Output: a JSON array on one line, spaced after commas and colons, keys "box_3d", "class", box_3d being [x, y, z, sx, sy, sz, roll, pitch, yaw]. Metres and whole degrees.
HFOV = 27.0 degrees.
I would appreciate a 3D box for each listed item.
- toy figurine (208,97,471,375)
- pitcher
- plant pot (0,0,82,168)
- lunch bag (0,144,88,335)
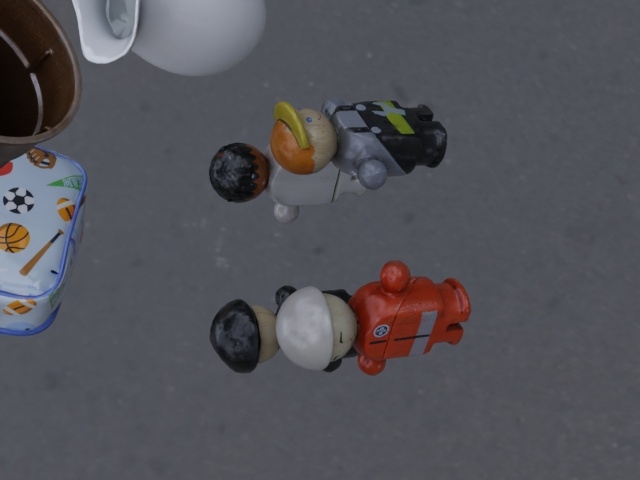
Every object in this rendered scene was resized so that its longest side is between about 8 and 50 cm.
[{"box_3d": [0.000, 0.000, 1.020, 0.213, 0.148, 0.210, 170, 94, -67], "class": "toy figurine"}, {"box_3d": [-0.155, -0.246, 1.284, 0.125, 0.207, 0.178, -28, 77, 32], "class": "pitcher"}, {"box_3d": [-0.286, -0.096, 0.963, 0.165, 0.167, 0.167, -39, 60, 37], "class": "plant pot"}, {"box_3d": [-0.433, -0.018, 1.553, 0.115, 0.303, 0.243, 115, 166, -55], "class": "lunch bag"}]
